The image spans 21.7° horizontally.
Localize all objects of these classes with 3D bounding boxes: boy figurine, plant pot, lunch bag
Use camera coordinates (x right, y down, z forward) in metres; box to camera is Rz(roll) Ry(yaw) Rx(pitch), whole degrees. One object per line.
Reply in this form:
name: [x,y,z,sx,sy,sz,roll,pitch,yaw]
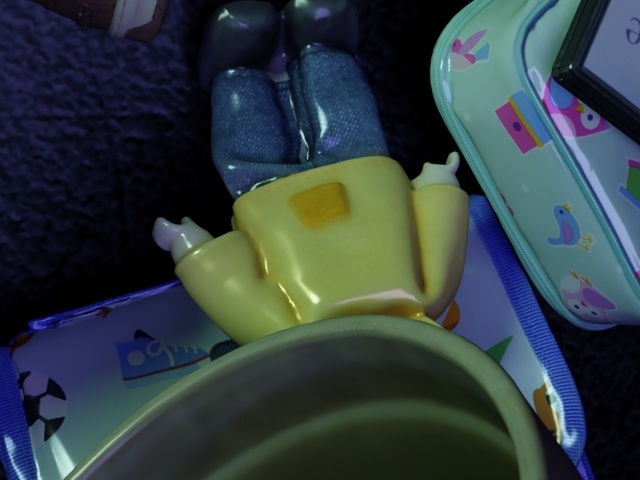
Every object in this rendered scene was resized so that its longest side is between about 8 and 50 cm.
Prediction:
boy figurine: [0.000,0.000,0.910,0.177,0.285,0.092,-8,148,-11]
plant pot: [0.031,0.240,0.752,0.323,0.323,0.280,-43,121,1]
lunch bag: [0.002,0.195,0.993,0.328,0.239,0.385,-16,94,-9]
lunch bag: [0.207,-0.099,0.972,0.279,0.108,0.224,-39,102,-28]

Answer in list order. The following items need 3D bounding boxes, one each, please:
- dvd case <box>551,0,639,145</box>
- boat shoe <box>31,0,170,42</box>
dvd case: [0.238,-0.145,0.919,0.180,0.022,0.253,33,69,-22]
boat shoe: [-0.105,-0.238,0.900,0.095,0.095,0.257,12,103,-12]
